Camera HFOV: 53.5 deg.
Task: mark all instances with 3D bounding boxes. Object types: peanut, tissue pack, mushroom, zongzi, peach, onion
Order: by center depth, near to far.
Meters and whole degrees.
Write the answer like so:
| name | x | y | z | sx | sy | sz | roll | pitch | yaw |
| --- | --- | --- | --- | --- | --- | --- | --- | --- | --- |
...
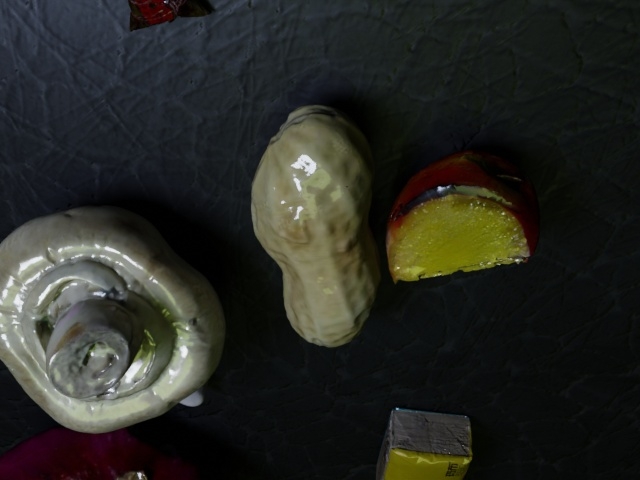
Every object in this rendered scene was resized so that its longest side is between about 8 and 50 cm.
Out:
| name | x | y | z | sx | sy | sz | roll | pitch | yaw |
| --- | --- | --- | --- | --- | --- | --- | --- | --- | --- |
| zongzi | -0.132 | -0.213 | 0.551 | 0.073 | 0.067 | 0.083 | 1 | 149 | -9 |
| peach | 0.138 | -0.022 | 0.643 | 0.127 | 0.093 | 0.172 | 36 | 137 | -15 |
| peanut | 0.000 | 0.000 | 0.655 | 0.129 | 0.130 | 0.290 | -3 | 128 | 9 |
| mushroom | -0.233 | 0.095 | 0.674 | 0.259 | 0.234 | 0.254 | 5 | 104 | -5 |
| tissue pack | 0.149 | 0.334 | 0.942 | 0.119 | 0.082 | 0.169 | 7 | 130 | -1 |
| onion | -0.354 | 0.479 | 0.981 | 0.398 | 0.399 | 0.420 | 25 | 157 | -14 |

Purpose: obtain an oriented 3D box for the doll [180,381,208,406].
| name | x | y | z | sx | sy | sz | roll | pitch | yaw |
| --- | --- | --- | --- | --- | --- | --- | --- | --- | --- |
| doll | -0.223 | 0.150 | 0.849 | 0.159 | 0.059 | 0.161 | 12 | 131 | -5 |
